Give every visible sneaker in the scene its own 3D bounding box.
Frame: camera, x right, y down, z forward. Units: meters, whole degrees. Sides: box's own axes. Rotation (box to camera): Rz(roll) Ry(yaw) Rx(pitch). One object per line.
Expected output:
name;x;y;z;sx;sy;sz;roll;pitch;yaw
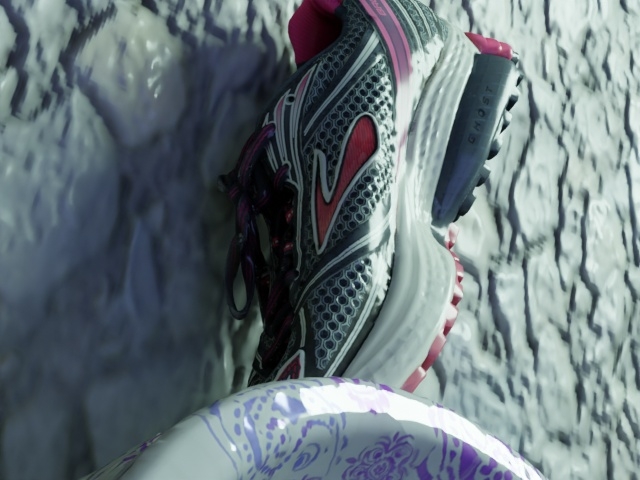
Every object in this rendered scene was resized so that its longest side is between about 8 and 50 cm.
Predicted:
sneaker;0.000;0.000;0.611;0.112;0.121;0.299;28;49;-10

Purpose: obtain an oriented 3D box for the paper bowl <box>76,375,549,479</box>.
paper bowl;-0.005;0.196;0.402;0.284;0.148;0.284;27;48;-34
